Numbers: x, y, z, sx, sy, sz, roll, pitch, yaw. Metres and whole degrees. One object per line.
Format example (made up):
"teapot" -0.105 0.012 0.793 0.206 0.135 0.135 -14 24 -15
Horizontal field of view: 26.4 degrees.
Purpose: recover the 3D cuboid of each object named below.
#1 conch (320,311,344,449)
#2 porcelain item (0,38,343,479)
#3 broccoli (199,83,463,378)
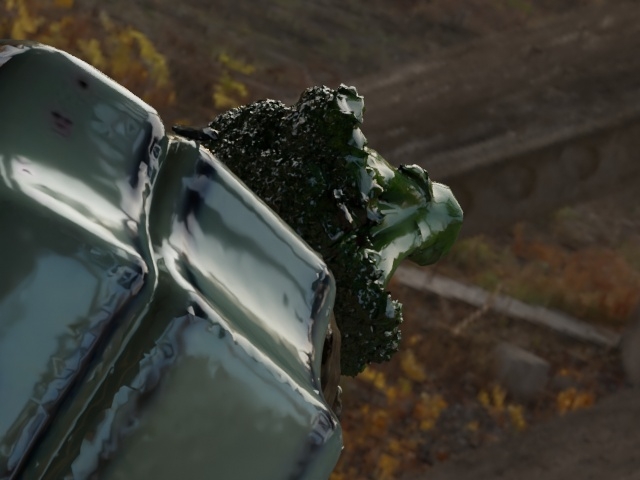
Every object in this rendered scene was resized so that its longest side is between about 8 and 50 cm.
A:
"conch" -0.056 0.072 0.708 0.155 0.130 0.207 -9 -28 19
"porcelain item" -0.150 0.073 0.455 0.157 0.286 0.281 38 -11 -29
"broccoli" 0.000 0.000 1.162 0.269 0.254 0.269 -6 3 0
